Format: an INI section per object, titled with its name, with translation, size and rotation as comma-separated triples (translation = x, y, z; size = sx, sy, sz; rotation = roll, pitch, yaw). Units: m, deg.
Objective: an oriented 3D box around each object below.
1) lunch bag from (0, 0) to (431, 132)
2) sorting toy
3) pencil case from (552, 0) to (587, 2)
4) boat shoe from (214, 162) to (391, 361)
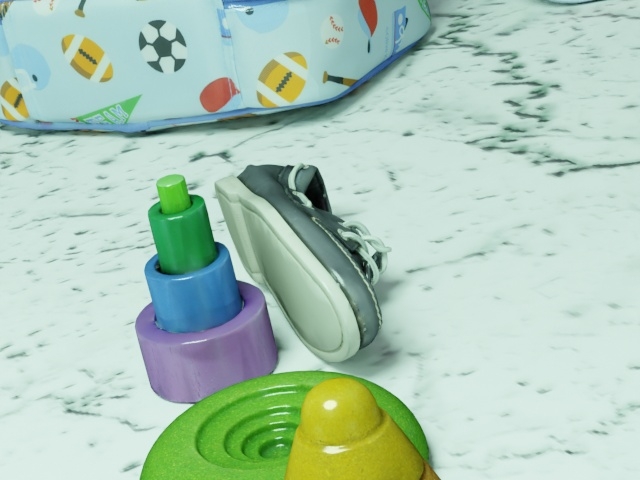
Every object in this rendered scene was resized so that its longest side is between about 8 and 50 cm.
[lunch bag]
translation = -0.087, -0.166, 1.314
size = 0.303, 0.115, 0.243
rotation = 3, 26, 28
[sorting toy]
translation = -0.019, 0.061, 0.764
size = 0.127, 0.126, 0.365
rotation = -17, 25, -11
[pencil case]
translation = 0.174, -0.267, 1.407
size = 0.124, 0.113, 0.273
rotation = -11, 24, 2
[boat shoe]
translation = 0.000, 0.000, 0.951
size = 0.065, 0.075, 0.206
rotation = -20, 20, -11
